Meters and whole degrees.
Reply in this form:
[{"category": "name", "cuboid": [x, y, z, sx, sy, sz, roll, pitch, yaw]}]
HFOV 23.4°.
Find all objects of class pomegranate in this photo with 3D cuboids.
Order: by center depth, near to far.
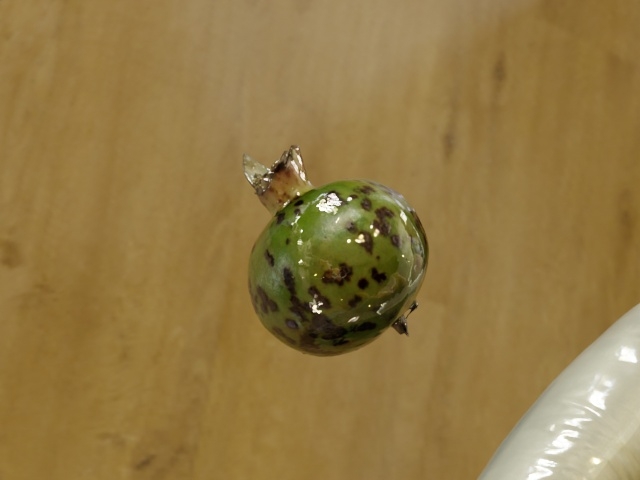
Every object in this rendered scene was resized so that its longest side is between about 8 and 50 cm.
[{"category": "pomegranate", "cuboid": [0.000, 0.000, 0.979, 0.122, 0.122, 0.161, -27, 75, -35]}]

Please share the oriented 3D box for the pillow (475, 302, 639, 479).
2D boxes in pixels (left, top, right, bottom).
[{"category": "pillow", "cuboid": [0.122, 0.112, 0.683, 0.254, 0.078, 0.144, -41, 151, -32]}]
